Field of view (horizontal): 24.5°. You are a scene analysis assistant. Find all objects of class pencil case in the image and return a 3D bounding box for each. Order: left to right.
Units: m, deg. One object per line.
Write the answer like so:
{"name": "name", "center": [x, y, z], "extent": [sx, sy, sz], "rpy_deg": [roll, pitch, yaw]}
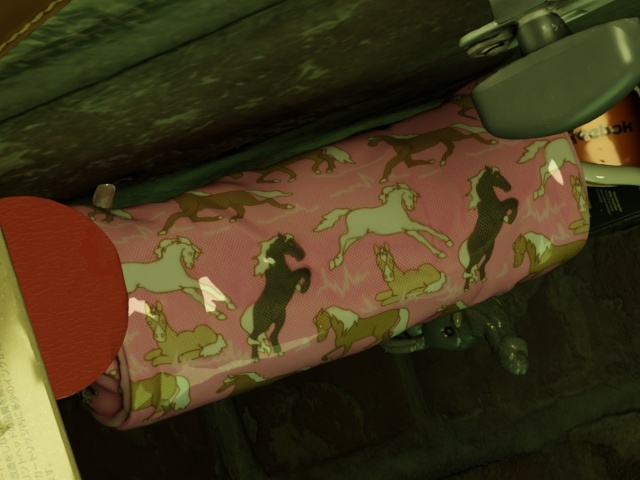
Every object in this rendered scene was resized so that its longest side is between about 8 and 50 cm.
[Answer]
{"name": "pencil case", "center": [0.000, 0.000, 1.034], "extent": [0.386, 0.167, 0.160], "rpy_deg": [-17, 175, -21]}

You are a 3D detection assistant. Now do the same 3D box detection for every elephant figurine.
{"name": "elephant figurine", "center": [0.127, 0.059, 1.688], "extent": [0.169, 0.239, 0.186], "rpy_deg": [-20, 175, 8]}

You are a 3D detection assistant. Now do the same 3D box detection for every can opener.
{"name": "can opener", "center": [0.201, -0.135, 0.755], "extent": [0.283, 0.095, 0.076], "rpy_deg": [-22, 175, 28]}

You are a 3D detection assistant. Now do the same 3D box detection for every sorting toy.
{"name": "sorting toy", "center": [-0.301, 0.065, 0.857], "extent": [0.366, 0.127, 0.126], "rpy_deg": [-11, 175, -22]}

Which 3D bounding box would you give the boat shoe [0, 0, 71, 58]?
{"name": "boat shoe", "center": [-0.160, -0.034, 0.457], "extent": [0.307, 0.104, 0.111], "rpy_deg": [-23, 173, 34]}

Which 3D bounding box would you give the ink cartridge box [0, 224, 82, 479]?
{"name": "ink cartridge box", "center": [-0.218, 0.074, 0.655], "extent": [0.193, 0.234, 0.088], "rpy_deg": [-17, 174, -13]}

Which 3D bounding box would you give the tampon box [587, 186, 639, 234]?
{"name": "tampon box", "center": [0.303, -0.075, 1.581], "extent": [0.161, 0.120, 0.101], "rpy_deg": [-22, 173, 34]}

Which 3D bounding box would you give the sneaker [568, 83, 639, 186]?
{"name": "sneaker", "center": [0.327, -0.114, 1.251], "extent": [0.321, 0.126, 0.127], "rpy_deg": [-18, 180, 5]}

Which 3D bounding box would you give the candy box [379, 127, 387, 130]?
{"name": "candy box", "center": [0.058, -0.045, 1.299], "extent": [0.159, 0.071, 0.233], "rpy_deg": [-17, 175, -27]}
